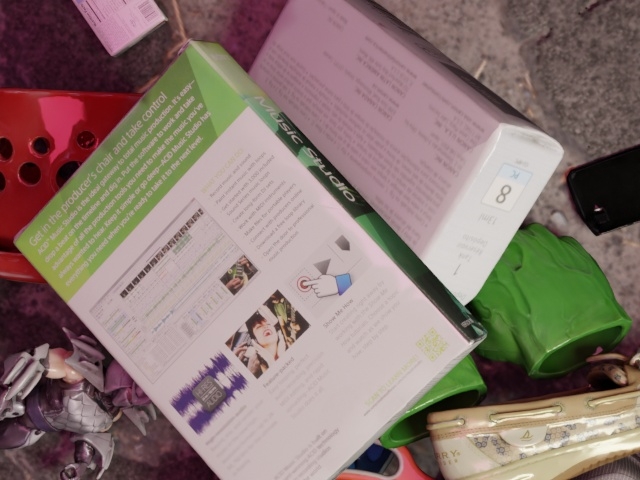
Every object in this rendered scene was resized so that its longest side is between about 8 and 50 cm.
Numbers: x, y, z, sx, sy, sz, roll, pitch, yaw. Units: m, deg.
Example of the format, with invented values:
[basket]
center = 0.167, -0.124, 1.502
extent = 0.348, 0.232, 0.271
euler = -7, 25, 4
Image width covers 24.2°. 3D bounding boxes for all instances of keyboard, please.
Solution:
[keyboard]
center = 0.332, -0.047, 1.383
extent = 0.192, 0.038, 0.100
euler = -18, 66, 5

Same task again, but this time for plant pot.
[plant pot]
center = -0.226, -0.051, 1.340
extent = 0.191, 0.191, 0.174
euler = 3, 93, 4

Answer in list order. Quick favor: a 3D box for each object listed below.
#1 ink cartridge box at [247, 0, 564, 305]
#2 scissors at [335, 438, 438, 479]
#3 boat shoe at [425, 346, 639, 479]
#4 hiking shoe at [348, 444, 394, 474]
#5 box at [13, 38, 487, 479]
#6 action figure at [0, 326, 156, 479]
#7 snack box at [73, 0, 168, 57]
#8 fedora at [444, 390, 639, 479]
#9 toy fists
[ink cartridge box]
center = 0.000, 0.000, 1.300
extent = 0.308, 0.091, 0.385
euler = 45, 113, 44
[scissors]
center = 0.122, 0.222, 1.279
extent = 0.297, 0.021, 0.109
euler = 4, 78, 6
[boat shoe]
center = 0.227, 0.142, 1.265
extent = 0.285, 0.104, 0.089
euler = -19, 86, -22
[hiking shoe]
center = -0.021, 0.223, 1.353
extent = 0.113, 0.132, 0.304
euler = 40, 91, 3
[box]
center = -0.061, 0.035, 1.175
extent = 0.232, 0.058, 0.322
euler = -45, 81, 18
[action figure]
center = -0.272, 0.161, 1.371
extent = 0.285, 0.099, 0.185
euler = -13, 134, 16
[snack box]
center = -0.221, -0.264, 1.420
extent = 0.064, 0.022, 0.178
euler = -35, 88, 5
[fedora]
center = 0.225, 0.275, 1.341
extent = 0.275, 0.124, 0.243
euler = -44, 88, 4
[toy fists]
center = 0.129, 0.076, 1.324
extent = 0.279, 0.096, 0.142
euler = -22, 61, -16
